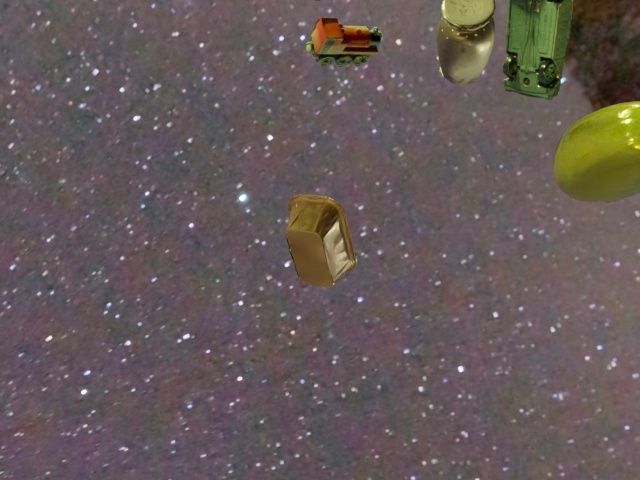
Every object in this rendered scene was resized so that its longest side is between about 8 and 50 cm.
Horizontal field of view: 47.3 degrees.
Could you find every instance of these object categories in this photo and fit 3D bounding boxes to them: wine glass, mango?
[{"bbox_3d":[0.278,-0.389,1.402,0.204,0.111,0.111,67,-166,-68],"label":"wine glass"},{"bbox_3d":[0.478,-0.145,1.192,0.273,0.185,0.149,34,-135,-78],"label":"mango"}]

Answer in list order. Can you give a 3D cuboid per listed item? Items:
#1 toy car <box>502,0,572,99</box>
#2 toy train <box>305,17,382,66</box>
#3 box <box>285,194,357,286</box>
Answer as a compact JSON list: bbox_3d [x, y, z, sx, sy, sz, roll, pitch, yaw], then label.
[{"bbox_3d":[0.481,-0.474,1.587,0.097,0.141,0.321,-20,-60,-34],"label":"toy car"},{"bbox_3d":[0.059,-0.446,1.646,0.175,0.118,0.074,-6,-105,-25],"label":"toy train"},{"bbox_3d":[0.000,0.000,1.264,0.177,0.111,0.111,75,-151,-41],"label":"box"}]
